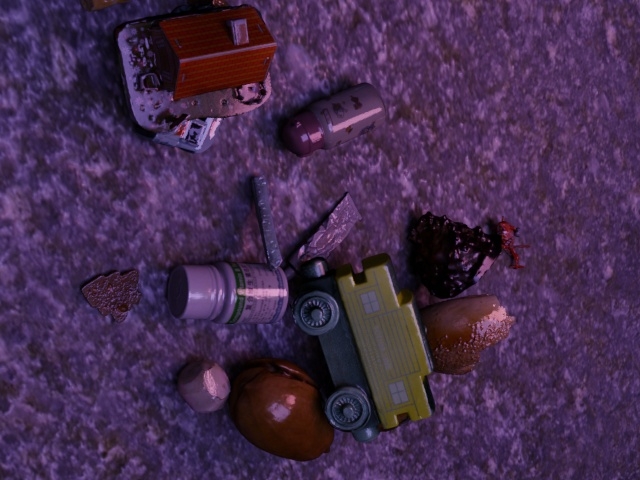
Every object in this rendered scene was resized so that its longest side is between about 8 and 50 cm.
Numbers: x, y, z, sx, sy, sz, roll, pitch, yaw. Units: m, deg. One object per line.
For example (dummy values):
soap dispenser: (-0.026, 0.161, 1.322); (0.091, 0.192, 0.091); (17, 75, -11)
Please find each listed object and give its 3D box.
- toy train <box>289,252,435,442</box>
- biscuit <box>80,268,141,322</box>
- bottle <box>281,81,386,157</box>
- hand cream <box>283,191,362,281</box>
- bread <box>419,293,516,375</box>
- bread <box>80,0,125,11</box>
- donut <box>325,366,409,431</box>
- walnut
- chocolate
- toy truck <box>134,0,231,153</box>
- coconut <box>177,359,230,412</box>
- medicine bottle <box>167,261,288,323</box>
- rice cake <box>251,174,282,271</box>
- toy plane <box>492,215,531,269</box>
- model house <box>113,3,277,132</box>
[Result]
toy train: (0.107, 0.232, 1.861); (0.272, 0.179, 0.442); (-17, 99, 4)
biscuit: (-0.431, 0.107, 1.697); (0.129, 0.019, 0.120); (16, 96, -35)
bottle: (0.024, -0.261, 1.817); (0.233, 0.110, 0.110); (-27, 117, -23)
hand cream: (0.002, 0.001, 1.924); (0.257, 0.050, 0.084); (-44, 120, -17)
bread: (0.318, 0.235, 2.041); (0.192, 0.314, 0.171); (6, 65, -28)
bread: (-0.358, -0.561, 1.486); (0.239, 0.111, 0.246); (-27, 117, -24)
donut: (0.135, 0.320, 2.011); (0.271, 0.107, 0.272); (2, 104, 9)
walnut: (-0.079, 0.405, 1.904); (0.209, 0.209, 0.336); (-48, 124, -11)
chocolate: (0.302, 0.015, 2.032); (0.224, 0.206, 0.177); (-38, 105, 28)
toy truck: (-0.239, -0.319, 1.619); (0.162, 0.136, 0.306); (23, 91, -35)
coconut: (-0.250, 0.329, 1.823); (0.110, 0.110, 0.124); (-45, 119, -13)
medicine bottle: (-0.199, 0.111, 1.776); (0.236, 0.139, 0.139); (5, 102, -32)
rice cake: (-0.116, -0.037, 1.787); (0.034, 0.043, 0.211); (-9, 80, -13)
toy plane: (0.518, 0.010, 2.220); (0.194, 0.126, 0.077); (33, 58, -33)
model house: (-0.193, -0.307, 1.477); (0.293, 0.154, 0.207); (-18, 111, -28)
